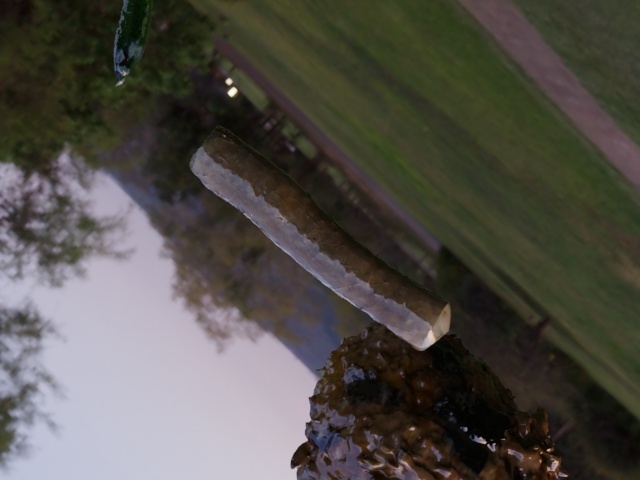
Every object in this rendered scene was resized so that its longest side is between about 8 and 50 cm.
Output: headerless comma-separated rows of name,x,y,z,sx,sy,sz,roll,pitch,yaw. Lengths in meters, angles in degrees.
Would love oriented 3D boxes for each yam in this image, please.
yam,0.000,0.000,0.983,0.299,0.066,0.066,39,177,0

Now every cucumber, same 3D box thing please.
cucumber,-0.211,-0.245,1.173,0.037,0.155,0.037,6,163,2

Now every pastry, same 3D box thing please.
pastry,0.135,0.291,1.365,0.405,0.292,0.337,50,-145,16
